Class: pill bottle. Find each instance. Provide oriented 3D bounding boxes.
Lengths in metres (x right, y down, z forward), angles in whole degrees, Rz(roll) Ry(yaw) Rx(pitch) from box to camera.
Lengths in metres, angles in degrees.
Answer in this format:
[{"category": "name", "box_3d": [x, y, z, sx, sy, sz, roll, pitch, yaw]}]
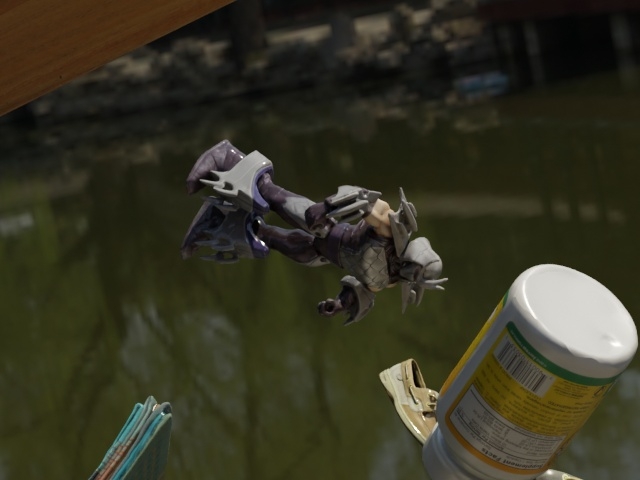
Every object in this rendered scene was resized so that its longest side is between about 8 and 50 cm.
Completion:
[{"category": "pill bottle", "box_3d": [0.170, 0.130, 1.444, 0.117, 0.117, 0.208, -21, -31, -47]}]

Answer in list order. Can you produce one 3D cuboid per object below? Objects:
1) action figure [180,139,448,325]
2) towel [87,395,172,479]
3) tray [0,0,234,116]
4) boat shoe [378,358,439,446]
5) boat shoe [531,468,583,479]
[{"category": "action figure", "box_3d": [0.000, 0.000, 1.719, 0.285, 0.185, 0.099, 18, 44, 22]}, {"category": "towel", "box_3d": [-0.242, 0.336, 1.690, 0.271, 0.040, 0.370, -52, -13, -30]}, {"category": "tray", "box_3d": [-0.255, -0.178, 1.130, 0.411, 0.203, 0.076, -23, 24, 18]}, {"category": "boat shoe", "box_3d": [0.104, 0.172, 1.771, 0.045, 0.050, 0.135, -38, 44, 6]}, {"category": "boat shoe", "box_3d": [0.321, 0.336, 2.012, 0.109, 0.091, 0.305, -16, -23, 26]}]
